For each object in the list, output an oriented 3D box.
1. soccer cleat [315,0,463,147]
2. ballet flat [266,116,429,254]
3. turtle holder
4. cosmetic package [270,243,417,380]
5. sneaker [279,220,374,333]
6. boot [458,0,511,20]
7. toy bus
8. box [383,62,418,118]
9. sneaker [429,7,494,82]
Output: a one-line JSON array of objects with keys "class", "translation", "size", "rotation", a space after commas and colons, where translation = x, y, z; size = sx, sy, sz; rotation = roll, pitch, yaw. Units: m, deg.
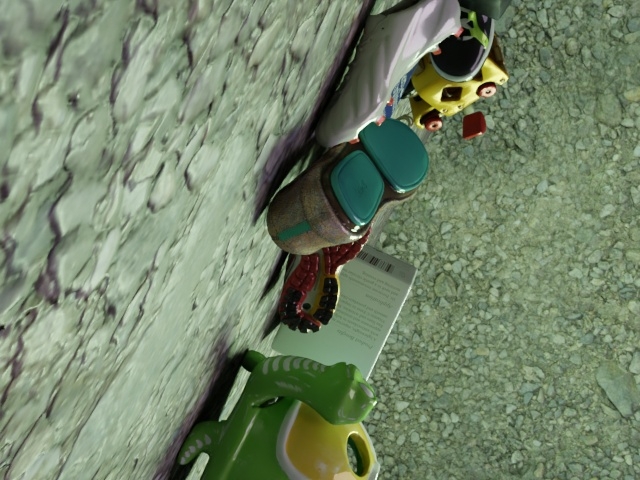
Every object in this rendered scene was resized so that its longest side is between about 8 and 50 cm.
[{"class": "soccer cleat", "translation": [0.055, -0.175, 0.832], "size": [0.196, 0.076, 0.068], "rotation": [-47, -150, -3]}, {"class": "ballet flat", "translation": [0.026, -0.062, 0.910], "size": [0.106, 0.107, 0.316], "rotation": [-29, -178, 26]}, {"class": "turtle holder", "translation": [-0.037, 0.268, 1.106], "size": [0.320, 0.227, 0.243], "rotation": [-64, 173, 9]}, {"class": "cosmetic package", "translation": [0.040, 0.102, 1.304], "size": [0.183, 0.151, 0.151], "rotation": [-65, 174, 12]}, {"class": "sneaker", "translation": [0.000, 0.000, 1.064], "size": [0.092, 0.088, 0.225], "rotation": [-97, -151, -63]}, {"class": "boot", "translation": [0.224, -0.421, 0.735], "size": [0.367, 0.146, 0.445], "rotation": [-53, 170, -1]}, {"class": "toy bus", "translation": [0.174, -0.247, 1.276], "size": [0.104, 0.191, 0.202], "rotation": [27, 88, -41]}, {"class": "box", "translation": [0.087, -0.203, 1.075], "size": [0.225, 0.036, 0.136], "rotation": [-64, 174, -4]}, {"class": "sneaker", "translation": [0.168, -0.313, 1.044], "size": [0.097, 0.084, 0.234], "rotation": [-8, 106, -64]}]
